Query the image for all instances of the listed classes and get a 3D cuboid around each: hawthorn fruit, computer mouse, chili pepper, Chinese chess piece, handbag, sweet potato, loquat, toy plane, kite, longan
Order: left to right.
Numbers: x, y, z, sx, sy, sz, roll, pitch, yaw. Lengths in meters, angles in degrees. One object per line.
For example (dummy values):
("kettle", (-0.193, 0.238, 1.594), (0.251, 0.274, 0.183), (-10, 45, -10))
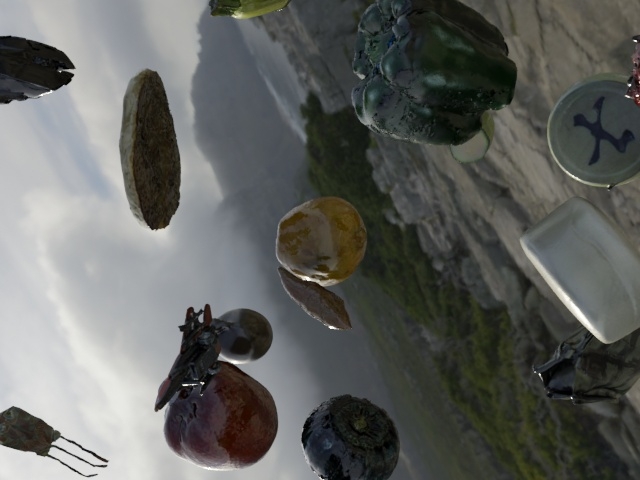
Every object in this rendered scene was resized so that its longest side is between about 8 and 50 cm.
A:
("computer mouse", (-0.585, -0.327, 1.330), (0.077, 0.242, 0.146), (108, 161, -62))
("kite", (-0.508, 0.383, 1.330), (0.229, 0.016, 0.127), (28, -164, -2))
("toy plane", (-0.177, 0.170, 0.971), (0.189, 0.061, 0.130), (-75, -21, -62))
("hawthorn fruit", (-0.252, 0.460, 1.836), (0.311, 0.295, 0.295), (37, -175, -12))
("longan", (-0.234, 0.270, 2.045), (0.204, 0.185, 0.159), (28, -123, -35))
("sweet potato", (-0.011, 0.110, 1.348), (0.206, 0.068, 0.060), (34, 145, 27))
("loquat", (0.000, 0.000, 1.533), (0.176, 0.234, 0.187), (28, -119, -42))
("chili pepper", (0.185, -0.288, 1.196), (0.233, 0.257, 0.248), (-28, 56, 60))
("Chinese chess piece", (0.575, -0.219, 1.425), (0.092, 0.238, 0.237), (-27, -86, -54))
("handbag", (0.630, 0.195, 1.525), (0.162, 0.325, 0.327), (38, -163, 35))

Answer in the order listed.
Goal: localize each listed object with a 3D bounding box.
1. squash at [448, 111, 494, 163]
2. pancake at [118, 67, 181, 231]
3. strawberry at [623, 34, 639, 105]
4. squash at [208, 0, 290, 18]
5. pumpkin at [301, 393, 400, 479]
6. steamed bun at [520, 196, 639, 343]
("squash", (0.350, -0.245, 1.606), (0.095, 0.095, 0.188), (66, -150, -14))
("pancake", (-0.359, -0.193, 1.529), (0.356, 0.065, 0.356), (-1, -90, -83))
("strawberry", (0.621, -0.282, 1.202), (0.201, 0.184, 0.186), (33, 138, 25))
("squash", (-0.148, -0.554, 1.614), (0.137, 0.137, 0.287), (67, -151, -26))
("pumpkin", (0.069, 0.468, 1.652), (0.233, 0.233, 0.163), (-116, 39, -48))
("steamed bun", (0.459, 0.049, 1.197), (0.241, 0.146, 0.164), (54, -169, 14))
